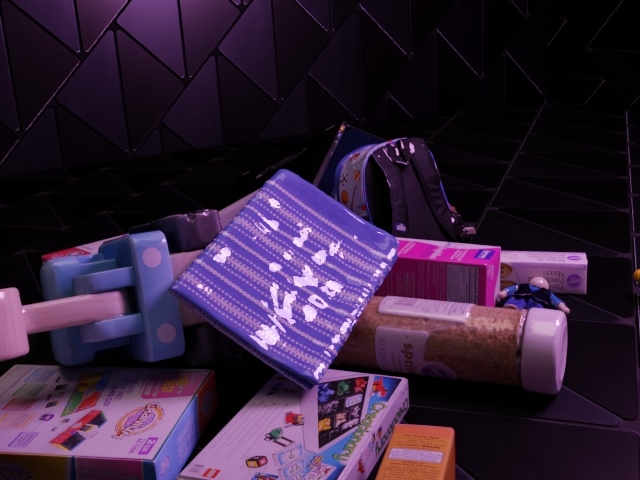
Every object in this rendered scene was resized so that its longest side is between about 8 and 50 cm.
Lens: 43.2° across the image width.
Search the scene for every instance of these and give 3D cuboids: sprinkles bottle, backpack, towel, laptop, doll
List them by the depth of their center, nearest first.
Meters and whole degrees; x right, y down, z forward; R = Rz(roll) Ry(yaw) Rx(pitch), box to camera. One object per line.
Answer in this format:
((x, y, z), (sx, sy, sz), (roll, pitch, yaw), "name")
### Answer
((-0.034, 0.038, 1.189), (0.243, 0.040, 0.336), (34, 43, 2), "towel")
((0.183, 0.148, 1.216), (0.355, 0.121, 0.121), (4, 19, 24), "sprinkles bottle")
((0.375, 0.109, 1.429), (0.129, 0.046, 0.189), (12, 19, 20), "doll")
((0.149, -0.081, 1.714), (0.276, 0.264, 0.213), (-19, 15, -40), "backpack")
((-0.027, -0.105, 1.976), (0.381, 0.236, 0.408), (-23, 30, 39), "laptop")

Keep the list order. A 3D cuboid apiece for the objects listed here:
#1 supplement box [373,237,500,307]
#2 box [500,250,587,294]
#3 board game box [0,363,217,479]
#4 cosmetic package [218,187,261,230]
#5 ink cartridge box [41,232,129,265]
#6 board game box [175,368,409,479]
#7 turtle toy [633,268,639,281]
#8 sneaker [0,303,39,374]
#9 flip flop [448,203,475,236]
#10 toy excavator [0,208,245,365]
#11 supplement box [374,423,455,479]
((0.211, 0.068, 1.484), (0.219, 0.114, 0.111), (6, 19, 23), "supplement box")
((0.346, 0.058, 1.565), (0.323, 0.067, 0.063), (2, 19, 15), "box")
((-0.325, 0.250, 1.085), (0.316, 0.064, 0.242), (0, 18, 11), "board game box")
((-0.180, -0.027, 1.721), (0.239, 0.099, 0.060), (-27, 12, 18), "cosmetic package")
((-0.342, 0.070, 1.557), (0.306, 0.131, 0.226), (-21, 24, -40), "ink cartridge box")
((-0.022, 0.253, 1.033), (0.192, 0.053, 0.305), (3, 19, 23), "board game box")
((0.633, 0.077, 1.445), (0.130, 0.066, 0.095), (-5, -6, -12), "turtle toy")
((-0.533, 0.144, 1.353), (0.330, 0.123, 0.146), (5, 5, 43), "sneaker")
((0.277, -0.055, 1.913), (0.112, 0.080, 0.277), (-7, 18, -10), "flip flop")
((-0.329, 0.098, 1.130), (0.444, 0.223, 0.433), (-12, 1, -26), "toy excavator")
((0.093, 0.288, 0.864), (0.080, 0.078, 0.233), (1, 17, 15), "supplement box")
